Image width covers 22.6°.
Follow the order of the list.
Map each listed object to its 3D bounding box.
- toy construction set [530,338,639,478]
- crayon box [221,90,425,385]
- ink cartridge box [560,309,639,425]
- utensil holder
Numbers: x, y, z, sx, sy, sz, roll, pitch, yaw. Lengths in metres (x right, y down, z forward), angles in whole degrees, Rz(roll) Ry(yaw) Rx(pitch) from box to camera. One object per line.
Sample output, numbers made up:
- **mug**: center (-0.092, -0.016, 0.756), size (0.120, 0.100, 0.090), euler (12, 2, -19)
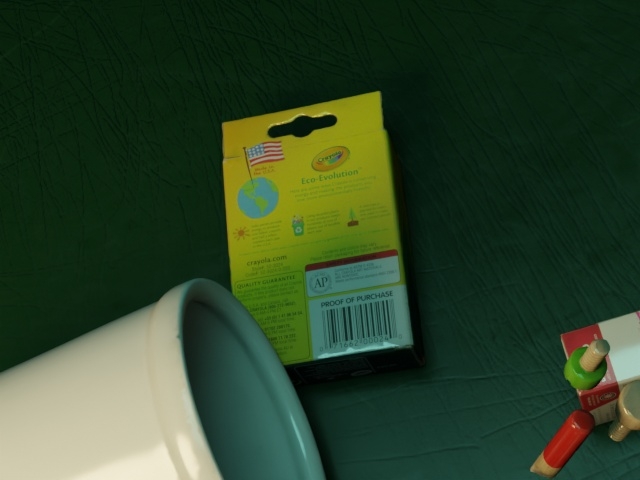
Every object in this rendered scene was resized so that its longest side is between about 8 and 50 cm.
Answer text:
- **toy construction set**: center (0.344, 0.190, 1.494), size (0.309, 0.237, 0.257), euler (0, 62, -10)
- **crayon box**: center (0.000, 0.000, 1.831), size (0.202, 0.081, 0.318), euler (-9, 67, 11)
- **ink cartridge box**: center (0.347, 0.122, 1.664), size (0.175, 0.127, 0.072), euler (-17, 65, 7)
- **utensil holder**: center (-0.227, 0.261, 1.629), size (0.385, 0.327, 0.328), euler (-24, 64, 13)
